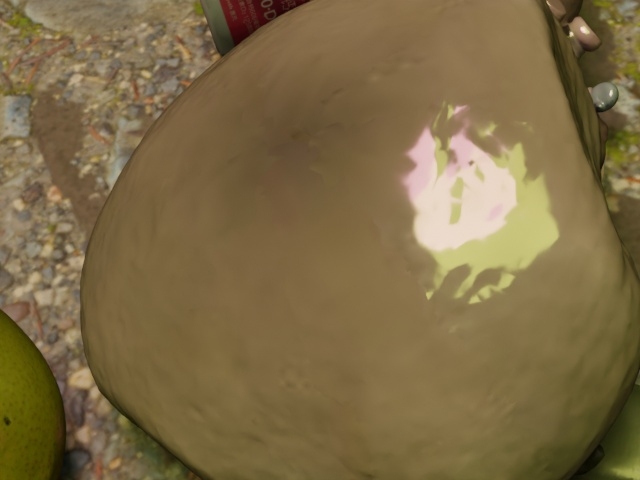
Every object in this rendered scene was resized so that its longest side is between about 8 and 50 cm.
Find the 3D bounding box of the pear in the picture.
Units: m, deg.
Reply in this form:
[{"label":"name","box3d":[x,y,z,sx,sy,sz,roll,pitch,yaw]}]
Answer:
[{"label":"pear","box3d":[-0.273,0.143,0.868,0.187,0.187,0.219,-16,76,1]}]

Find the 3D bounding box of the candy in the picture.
[{"label":"candy","box3d":[0.000,0.000,0.834,0.427,0.186,0.386,-14,60,35]}]

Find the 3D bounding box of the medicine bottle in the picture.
[{"label":"medicine bottle","box3d":[-0.002,-0.239,1.108,0.217,0.090,0.090,-19,55,-1]}]

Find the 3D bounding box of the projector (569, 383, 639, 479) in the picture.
[{"label":"projector","box3d":[0.203,0.143,0.815,0.082,0.083,0.083,14,61,20]}]

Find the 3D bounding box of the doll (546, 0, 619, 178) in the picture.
[{"label":"doll","box3d":[0.152,-0.135,0.986,0.151,0.151,0.287,-9,62,6]}]
